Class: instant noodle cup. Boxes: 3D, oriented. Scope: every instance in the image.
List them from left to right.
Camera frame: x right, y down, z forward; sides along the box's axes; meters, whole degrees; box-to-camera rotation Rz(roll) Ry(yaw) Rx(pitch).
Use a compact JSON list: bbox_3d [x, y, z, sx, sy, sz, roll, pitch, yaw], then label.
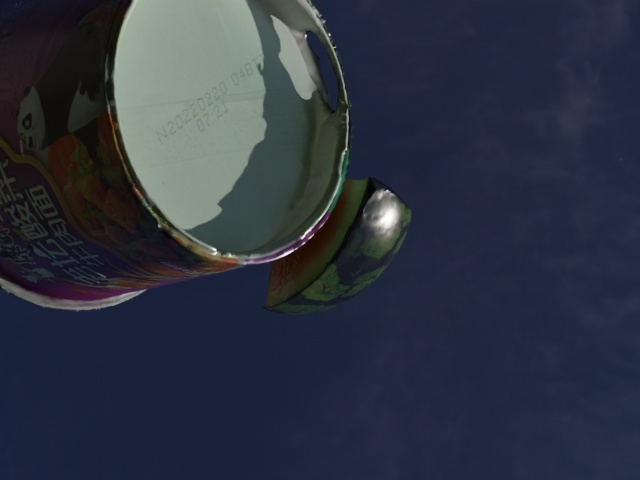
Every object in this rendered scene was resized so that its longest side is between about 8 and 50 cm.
[{"bbox_3d":[-0.110,-0.078,0.682,0.190,0.251,0.251,-4,-86,45],"label":"instant noodle cup"}]

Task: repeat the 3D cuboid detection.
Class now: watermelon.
[{"bbox_3d":[0.000,0.000,0.804,0.135,0.125,0.094,-40,-104,-2],"label":"watermelon"}]
